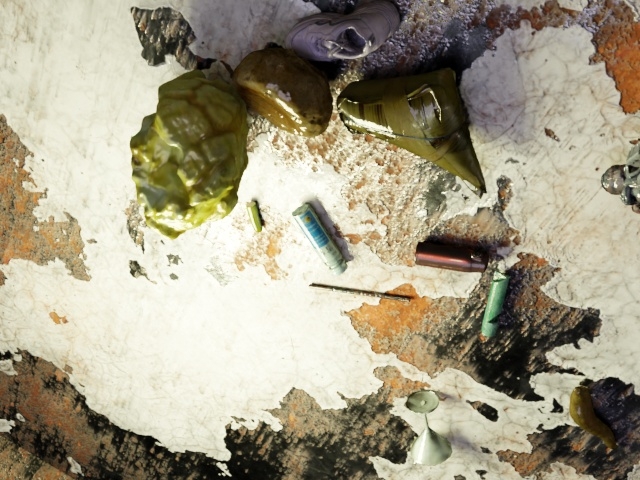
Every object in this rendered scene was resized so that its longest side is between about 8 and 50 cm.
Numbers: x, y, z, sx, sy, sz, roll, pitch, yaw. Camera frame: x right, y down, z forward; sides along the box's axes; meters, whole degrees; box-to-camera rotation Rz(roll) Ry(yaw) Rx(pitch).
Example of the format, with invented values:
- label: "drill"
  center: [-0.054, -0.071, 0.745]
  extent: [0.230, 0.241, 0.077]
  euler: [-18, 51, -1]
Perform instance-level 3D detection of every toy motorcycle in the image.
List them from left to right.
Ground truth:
- label: "toy motorcycle"
  center: [0.619, -0.131, 1.539]
  extent: [0.207, 0.134, 0.401]
  euler: [20, 167, 19]

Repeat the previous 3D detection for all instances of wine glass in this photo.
- label: "wine glass"
  center: [0.281, 0.494, 2.267]
  extent: [0.122, 0.122, 0.182]
  euler: [2, 124, 24]

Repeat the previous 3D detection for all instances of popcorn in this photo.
- label: "popcorn"
  center: [-0.263, -0.189, 1.873]
  extent: [0.293, 0.292, 0.334]
  euler: [47, 130, 21]

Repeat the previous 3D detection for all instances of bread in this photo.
- label: "bread"
  center: [-0.071, -0.311, 1.761]
  extent: [0.230, 0.123, 0.230]
  euler: [32, 173, 4]

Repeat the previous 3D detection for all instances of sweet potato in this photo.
- label: "sweet potato"
  center: [0.651, 0.431, 2.080]
  extent: [0.069, 0.059, 0.249]
  euler: [-23, 118, 23]

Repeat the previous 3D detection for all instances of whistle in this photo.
- label: "whistle"
  center: [0.406, 0.147, 1.986]
  extent: [0.039, 0.039, 0.186]
  euler: [15, 130, 14]

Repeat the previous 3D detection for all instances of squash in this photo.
- label: "squash"
  center: [-0.162, -0.055, 2.105]
  extent: [0.028, 0.027, 0.083]
  euler: [3, 127, 24]

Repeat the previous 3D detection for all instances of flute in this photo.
- label: "flute"
  center: [0.096, 0.130, 2.135]
  extent: [0.270, 0.014, 0.014]
  euler: [7, 128, 21]

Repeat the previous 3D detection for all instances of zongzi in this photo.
- label: "zongzi"
  center: [0.187, -0.205, 1.764]
  extent: [0.260, 0.123, 0.289]
  euler: [-2, 129, 32]

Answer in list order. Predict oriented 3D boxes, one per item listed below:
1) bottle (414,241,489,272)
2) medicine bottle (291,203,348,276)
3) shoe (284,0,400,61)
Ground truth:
- label: "bottle"
  center: [0.298, 0.039, 1.939]
  extent: [0.164, 0.060, 0.060]
  euler: [9, 128, 19]
- label: "medicine bottle"
  center: [0.000, 0.000, 2.054]
  extent: [0.051, 0.051, 0.191]
  euler: [-17, 116, 34]
- label: "shoe"
  center: [0.028, -0.393, 1.676]
  extent: [0.245, 0.137, 0.095]
  euler: [-7, 118, 30]
